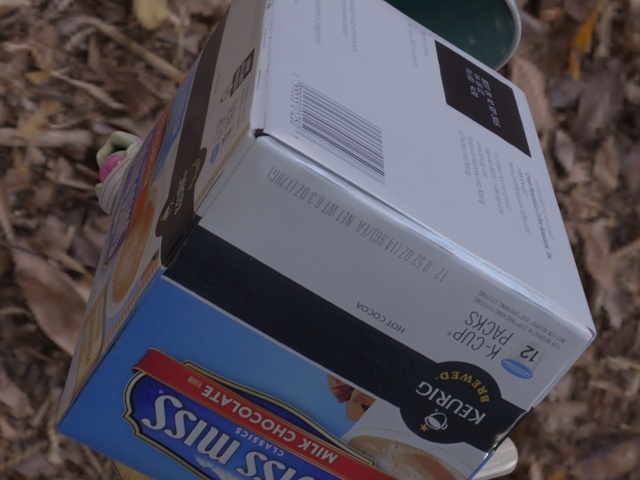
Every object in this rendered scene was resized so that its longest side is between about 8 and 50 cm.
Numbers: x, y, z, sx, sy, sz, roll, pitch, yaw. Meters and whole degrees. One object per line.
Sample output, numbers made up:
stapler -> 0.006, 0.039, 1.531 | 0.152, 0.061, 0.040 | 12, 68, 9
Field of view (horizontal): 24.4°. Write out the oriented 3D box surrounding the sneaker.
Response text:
sneaker -> -0.205, -0.046, 1.706 | 0.111, 0.252, 0.103 | 35, 98, -31

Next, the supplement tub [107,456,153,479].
supplement tub -> -0.116, 0.201, 1.378 | 0.144, 0.144, 0.200 | -18, 64, -33

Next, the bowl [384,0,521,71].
bowl -> 0.074, -0.308, 1.626 | 0.311, 0.311, 0.163 | 28, 62, -36

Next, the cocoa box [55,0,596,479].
cocoa box -> 0.000, 0.000, 0.963 | 0.231, 0.347, 0.228 | 30, 115, -15

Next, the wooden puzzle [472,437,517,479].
wooden puzzle -> 0.048, 0.222, 1.980 | 0.322, 0.348, 0.080 | -5, 115, -42
